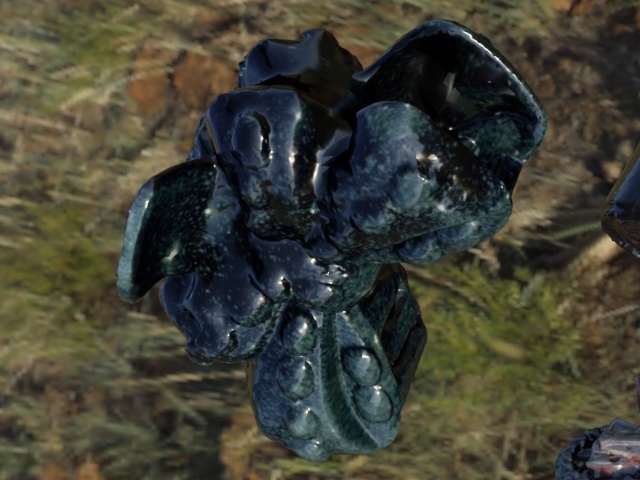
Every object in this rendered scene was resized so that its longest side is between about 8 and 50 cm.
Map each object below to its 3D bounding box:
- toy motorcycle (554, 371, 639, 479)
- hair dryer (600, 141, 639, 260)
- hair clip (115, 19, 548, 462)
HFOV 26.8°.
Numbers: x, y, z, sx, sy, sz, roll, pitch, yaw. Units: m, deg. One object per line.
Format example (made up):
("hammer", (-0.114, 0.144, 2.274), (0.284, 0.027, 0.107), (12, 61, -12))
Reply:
("toy motorcycle", (0.310, 0.118, 0.967), (0.171, 0.298, 0.089), (13, 129, 54))
("hair dryer", (0.307, -0.036, 0.915), (0.089, 0.251, 0.197), (24, 78, 45))
("hair clip", (-0.004, -0.005, 0.844), (0.194, 0.206, 0.310), (-60, -6, -46))
